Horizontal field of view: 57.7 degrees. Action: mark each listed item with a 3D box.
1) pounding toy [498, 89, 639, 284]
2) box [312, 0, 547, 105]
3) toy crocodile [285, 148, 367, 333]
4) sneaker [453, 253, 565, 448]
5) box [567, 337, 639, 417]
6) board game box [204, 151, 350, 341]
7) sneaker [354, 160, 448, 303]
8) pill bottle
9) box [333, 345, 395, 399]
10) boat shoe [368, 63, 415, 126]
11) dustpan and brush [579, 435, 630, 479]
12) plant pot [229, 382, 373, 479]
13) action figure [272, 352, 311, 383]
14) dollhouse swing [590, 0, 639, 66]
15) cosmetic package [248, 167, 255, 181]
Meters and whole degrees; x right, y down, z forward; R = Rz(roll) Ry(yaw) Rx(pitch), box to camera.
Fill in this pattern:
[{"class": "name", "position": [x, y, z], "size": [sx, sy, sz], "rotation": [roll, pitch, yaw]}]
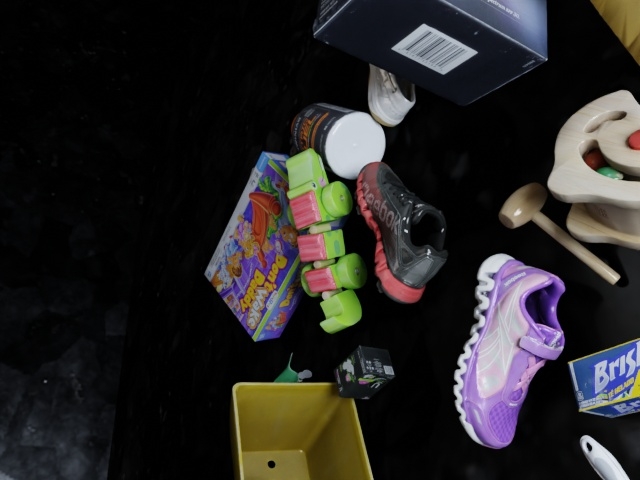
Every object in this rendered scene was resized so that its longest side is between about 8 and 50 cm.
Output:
[{"class": "pounding toy", "position": [0.340, -0.052, 0.616], "size": [0.154, 0.155, 0.269], "rotation": [-51, 34, -16]}, {"class": "box", "position": [0.169, -0.407, 0.854], "size": [0.183, 0.296, 0.294], "rotation": [-22, 58, 56]}, {"class": "toy crocodile", "position": [0.000, 0.000, 1.073], "size": [0.115, 0.105, 0.340], "rotation": [-14, 87, 36]}, {"class": "sneaker", "position": [0.234, 0.132, 0.695], "size": [0.104, 0.095, 0.236], "rotation": [1, 76, 53]}, {"class": "box", "position": [0.329, 0.123, 0.556], "size": [0.169, 0.059, 0.054], "rotation": [-40, 41, 46]}, {"class": "board game box", "position": [-0.108, 0.014, 1.285], "size": [0.233, 0.078, 0.347], "rotation": [46, 119, 32]}, {"class": "sneaker", "position": [0.135, -0.040, 0.944], "size": [0.135, 0.097, 0.276], "rotation": [-49, 40, 39]}, {"class": "pill bottle", "position": [0.021, -0.213, 1.197], "size": [0.245, 0.130, 0.130], "rotation": [37, 109, 60]}, {"class": "box", "position": [0.072, 0.221, 0.963], "size": [0.083, 0.062, 0.052], "rotation": [-50, 38, 36]}, {"class": "boat shoe", "position": [0.142, -0.355, 1.095], "size": [0.096, 0.098, 0.277], "rotation": [-28, 62, 53]}, {"class": "dustpan and brush", "position": [0.312, 0.265, 0.514], "size": [0.147, 0.060, 0.211], "rotation": [-60, 32, 25]}, {"class": "plant pot", "position": [-0.056, 0.382, 0.981], "size": [0.212, 0.212, 0.187], "rotation": [-104, 28, -42]}, {"class": "action figure", "position": [-0.093, 0.350, 1.192], "size": [0.232, 0.063, 0.137], "rotation": [-47, 40, 34]}, {"class": "dollhouse swing", "position": [0.455, -0.375, 0.547], "size": [0.305, 0.315, 0.347], "rotation": [77, -177, -52]}, {"class": "cosmetic package", "position": [-0.149, -0.064, 1.477], "size": [0.117, 0.085, 0.231], "rotation": [17, 90, 61]}]
